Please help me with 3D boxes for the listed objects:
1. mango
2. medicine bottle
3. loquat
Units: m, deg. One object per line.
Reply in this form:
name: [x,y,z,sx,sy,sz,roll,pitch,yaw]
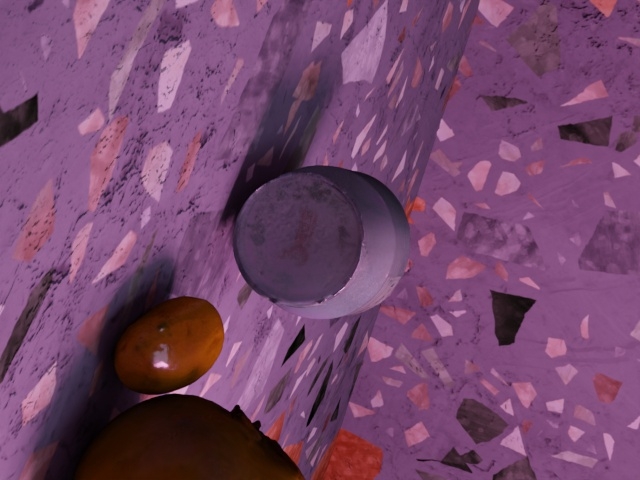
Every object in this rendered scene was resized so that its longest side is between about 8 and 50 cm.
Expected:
mango: [-0.201,0.137,1.642,0.147,0.109,0.227,-43,169,5]
medicine bottle: [0.000,0.000,1.917,0.245,0.245,0.290,-67,167,3]
loquat: [-0.189,0.376,1.659,0.359,0.328,0.328,-55,168,3]
